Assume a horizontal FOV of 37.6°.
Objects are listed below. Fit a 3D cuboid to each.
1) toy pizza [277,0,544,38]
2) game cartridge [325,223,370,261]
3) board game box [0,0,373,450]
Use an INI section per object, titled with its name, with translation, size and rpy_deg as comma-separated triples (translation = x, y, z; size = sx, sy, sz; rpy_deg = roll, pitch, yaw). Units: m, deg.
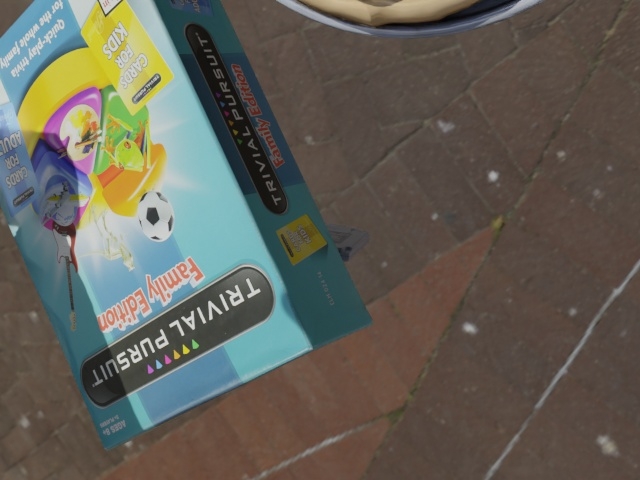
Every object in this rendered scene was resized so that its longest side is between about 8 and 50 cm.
[toy pizza]
translation = 0.029, -0.171, 0.316
size = 0.201, 0.032, 0.201
rpy_deg = 4, 102, 19
[game cartridge]
translation = 0.000, 0.000, 0.865
size = 0.083, 0.056, 0.017
rpy_deg = 8, 117, 25
[board game box]
translation = -0.139, -0.034, 0.738
size = 0.253, 0.079, 0.336
rpy_deg = -31, 81, 38
